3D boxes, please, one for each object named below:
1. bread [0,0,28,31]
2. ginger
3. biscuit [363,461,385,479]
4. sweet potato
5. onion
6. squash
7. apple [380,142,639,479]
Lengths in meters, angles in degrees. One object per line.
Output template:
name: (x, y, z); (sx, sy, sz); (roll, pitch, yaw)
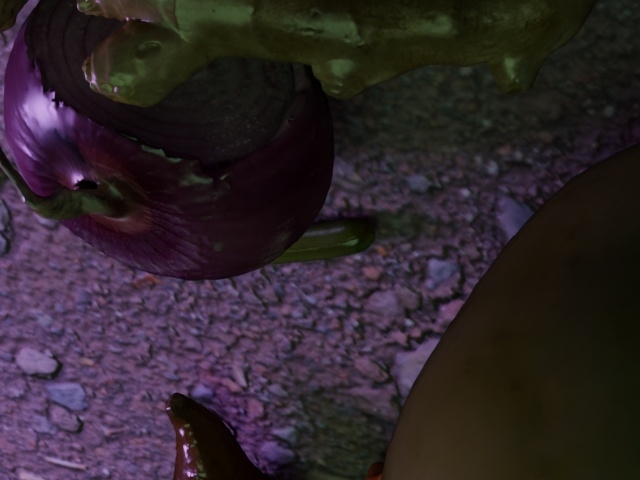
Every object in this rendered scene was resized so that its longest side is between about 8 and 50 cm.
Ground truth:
bread: (-0.245, -0.234, 1.017); (0.244, 0.134, 0.244); (15, 135, 16)
ginger: (0.013, -0.136, 0.966); (0.299, 0.065, 0.118); (-1, 96, 0)
biscuit: (0.180, 0.303, 1.296); (0.318, 0.110, 0.312); (10, 129, 16)
sweet potato: (-0.058, 0.261, 1.363); (0.112, 0.112, 0.359); (-2, 127, 26)
onion: (-0.094, -0.062, 1.073); (0.207, 0.200, 0.200); (1, 130, 2)
squash: (0.000, 0.000, 1.175); (0.083, 0.027, 0.027); (-5, 125, 27)
apple: (0.254, 0.167, 0.930); (0.474, 0.473, 0.473); (12, 132, 14)
